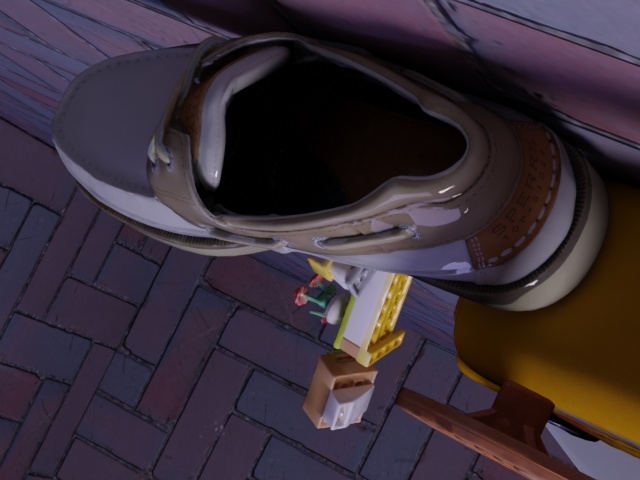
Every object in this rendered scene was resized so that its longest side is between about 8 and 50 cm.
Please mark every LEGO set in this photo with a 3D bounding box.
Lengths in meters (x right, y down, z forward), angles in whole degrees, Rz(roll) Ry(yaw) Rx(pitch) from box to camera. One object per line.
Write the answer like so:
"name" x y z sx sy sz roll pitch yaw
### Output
"LEGO set" 0.000 0.000 0.929 0.107 0.132 0.287 31 156 21

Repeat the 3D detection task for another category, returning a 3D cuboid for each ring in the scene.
"ring" 0.185 0.131 0.598 0.337 0.032 0.336 27 176 2

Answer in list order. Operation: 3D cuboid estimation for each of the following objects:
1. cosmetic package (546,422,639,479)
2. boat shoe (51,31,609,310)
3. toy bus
"cosmetic package" 0.334 0.221 1.193 0.377 0.097 0.284 31 -160 -50
"boat shoe" -0.022 -0.049 0.670 0.302 0.113 0.103 10 166 37
"toy bus" 0.173 0.051 0.628 0.130 0.108 0.333 29 175 -35
